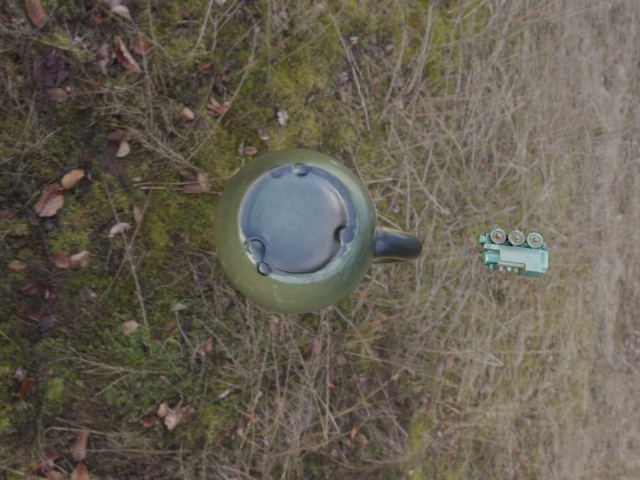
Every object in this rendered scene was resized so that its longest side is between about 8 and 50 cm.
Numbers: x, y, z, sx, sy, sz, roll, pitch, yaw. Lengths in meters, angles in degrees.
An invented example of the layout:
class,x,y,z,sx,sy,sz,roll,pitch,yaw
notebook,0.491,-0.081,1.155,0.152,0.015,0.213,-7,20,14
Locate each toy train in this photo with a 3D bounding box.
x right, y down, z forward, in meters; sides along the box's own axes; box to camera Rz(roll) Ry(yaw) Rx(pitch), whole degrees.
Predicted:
class,x,y,z,sx,sy,sz,roll,pitch,yaw
toy train,0.535,0.033,1.333,0.081,0.193,0.125,93,3,-73

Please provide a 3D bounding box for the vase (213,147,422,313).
class,x,y,z,sx,sy,sz,roll,pitch,yaw
vase,0.000,0.000,0.767,0.329,0.302,0.241,7,81,-6
